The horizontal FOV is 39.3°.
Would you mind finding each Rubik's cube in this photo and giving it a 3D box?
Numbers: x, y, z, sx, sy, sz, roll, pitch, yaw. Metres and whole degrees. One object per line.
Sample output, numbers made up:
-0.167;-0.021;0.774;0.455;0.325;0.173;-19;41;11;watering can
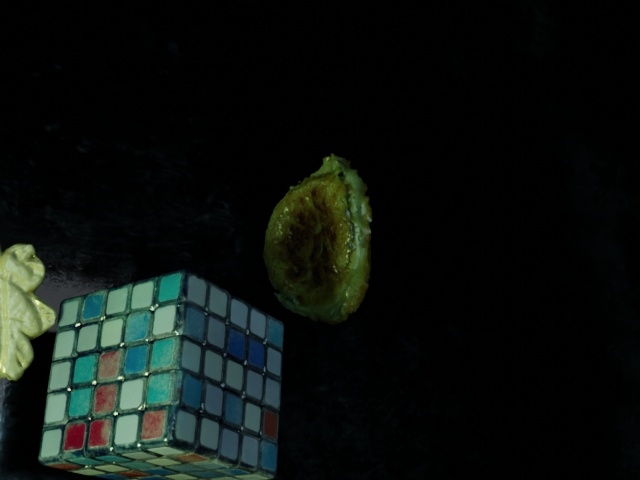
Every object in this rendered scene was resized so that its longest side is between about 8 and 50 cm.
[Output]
-0.255;0.245;1.505;0.293;0.287;0.292;33;51;-51;Rubik's cube

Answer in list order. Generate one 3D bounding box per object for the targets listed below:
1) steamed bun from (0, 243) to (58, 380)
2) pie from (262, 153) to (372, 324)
-0.592;0.111;1.439;0.292;0.137;0.295;43;58;-23;steamed bun
0.000;0.000;1.868;0.103;0.288;0.354;7;68;-39;pie
